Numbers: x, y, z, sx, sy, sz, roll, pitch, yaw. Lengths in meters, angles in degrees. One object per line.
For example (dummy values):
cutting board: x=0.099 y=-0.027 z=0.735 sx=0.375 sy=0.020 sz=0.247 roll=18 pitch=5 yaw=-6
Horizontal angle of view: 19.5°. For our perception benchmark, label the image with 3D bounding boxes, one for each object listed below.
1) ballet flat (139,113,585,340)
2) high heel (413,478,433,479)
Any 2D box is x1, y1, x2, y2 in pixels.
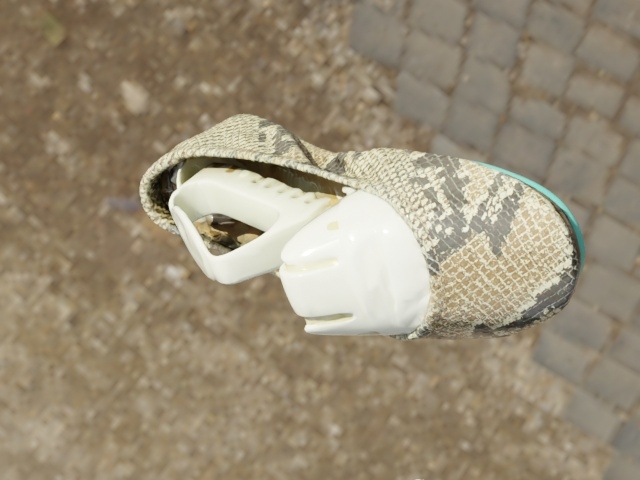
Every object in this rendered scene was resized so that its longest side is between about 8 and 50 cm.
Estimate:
ballet flat: x=0.000 y=0.000 z=1.551 sx=0.483 sy=0.182 sz=0.164 roll=19 pitch=124 yaw=52
high heel: x=0.148 y=0.236 z=1.316 sx=0.186 sy=0.093 sz=0.261 roll=17 pitch=173 yaw=-16
